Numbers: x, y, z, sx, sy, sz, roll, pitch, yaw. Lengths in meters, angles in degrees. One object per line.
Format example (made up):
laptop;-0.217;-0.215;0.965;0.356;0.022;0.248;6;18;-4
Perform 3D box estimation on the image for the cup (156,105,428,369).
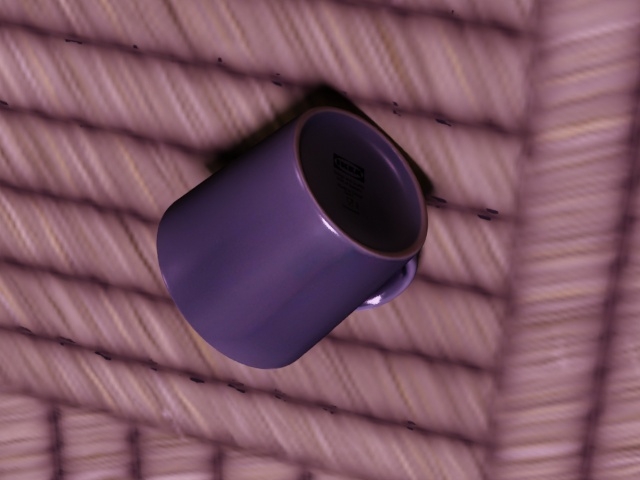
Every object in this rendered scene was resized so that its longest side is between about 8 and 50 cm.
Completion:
cup;0.000;0.000;0.736;0.100;0.078;0.077;17;138;-39
